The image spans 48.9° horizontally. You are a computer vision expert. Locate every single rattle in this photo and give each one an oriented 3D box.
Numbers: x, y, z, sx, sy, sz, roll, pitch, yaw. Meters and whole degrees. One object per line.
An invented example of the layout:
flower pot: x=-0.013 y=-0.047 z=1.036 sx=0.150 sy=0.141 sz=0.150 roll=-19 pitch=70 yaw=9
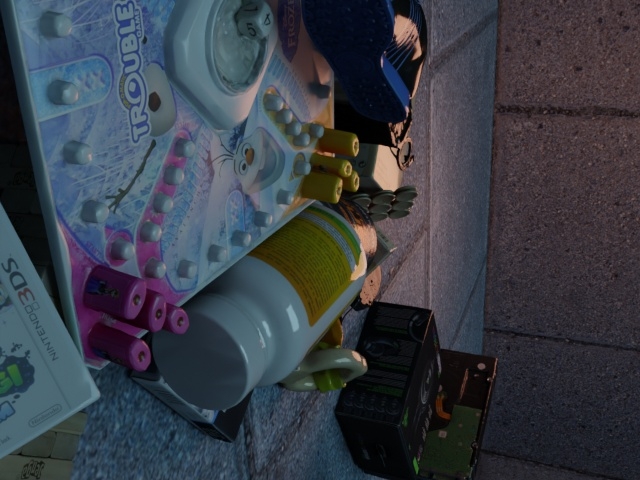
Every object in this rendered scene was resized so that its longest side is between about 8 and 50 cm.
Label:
rattle: x=-0.027 y=0.147 z=1.028 sx=0.199 sy=0.130 sz=0.143 roll=18 pitch=66 yaw=-42

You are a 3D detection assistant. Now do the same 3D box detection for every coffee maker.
coffee maker: x=0.016 y=-0.167 z=0.886 sx=0.120 sy=0.178 sz=0.171 roll=-43 pitch=133 yaw=-56

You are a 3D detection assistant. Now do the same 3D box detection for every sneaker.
sneaker: x=0.045 y=-0.194 z=0.608 sx=0.232 sy=0.081 sz=0.091 roll=57 pitch=47 yaw=-67

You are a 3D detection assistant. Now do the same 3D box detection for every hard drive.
hard drive: x=0.251 y=0.388 z=1.575 sx=0.339 sy=0.236 sz=0.064 roll=-63 pitch=150 yaw=-44

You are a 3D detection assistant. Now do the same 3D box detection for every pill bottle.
pill bottle: x=-0.056 y=0.061 z=0.710 sx=0.245 sy=0.136 sz=0.137 roll=-41 pitch=134 yaw=-57
pill bottle: x=0.000 y=0.000 z=0.963 sx=0.245 sy=0.130 sz=0.131 roll=1 pitch=96 yaw=-69

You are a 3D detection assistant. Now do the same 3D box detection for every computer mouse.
computer mouse: x=0.046 y=0.119 z=1.255 sx=0.242 sy=0.041 sz=0.071 roll=-52 pitch=134 yaw=-43

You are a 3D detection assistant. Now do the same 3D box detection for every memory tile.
memory tile: x=0.074 y=-0.051 z=1.100 sx=0.113 sy=0.147 sz=0.012 roll=93 pitch=-12 yaw=-71

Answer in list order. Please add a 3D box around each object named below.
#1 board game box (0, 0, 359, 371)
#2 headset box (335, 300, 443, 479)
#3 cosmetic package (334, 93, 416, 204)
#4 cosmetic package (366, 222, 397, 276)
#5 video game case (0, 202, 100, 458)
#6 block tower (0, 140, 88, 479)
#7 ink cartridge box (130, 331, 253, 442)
board game box: x=-0.062 y=-0.154 z=0.543 sx=0.390 sy=0.050 sz=0.390 roll=-42 pitch=138 yaw=-53
headset box: x=0.147 y=0.313 z=1.429 sx=0.246 sy=0.131 sz=0.283 roll=73 pitch=32 yaw=-45
cosmetic package: x=0.079 y=-0.225 z=1.125 sx=0.160 sy=0.113 sz=0.310 roll=35 pitch=65 yaw=-66
cosmetic package: x=0.063 y=0.031 z=1.147 sx=0.115 sy=0.060 sz=0.041 roll=-47 pitch=169 yaw=23
video game case: x=-0.226 y=0.068 z=0.396 sx=0.157 sy=0.019 sz=0.143 roll=-30 pitch=100 yaw=-34
block tower: x=-0.217 y=0.090 z=0.488 sx=0.091 sy=0.097 sz=0.336 roll=46 pitch=52 yaw=-63
ink cartridge box: x=-0.117 y=0.101 z=0.812 sx=0.206 sy=0.045 sz=0.208 roll=62 pitch=39 yaw=-54
